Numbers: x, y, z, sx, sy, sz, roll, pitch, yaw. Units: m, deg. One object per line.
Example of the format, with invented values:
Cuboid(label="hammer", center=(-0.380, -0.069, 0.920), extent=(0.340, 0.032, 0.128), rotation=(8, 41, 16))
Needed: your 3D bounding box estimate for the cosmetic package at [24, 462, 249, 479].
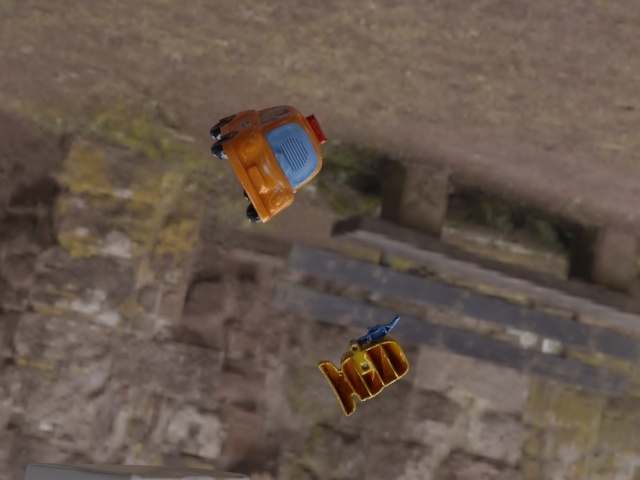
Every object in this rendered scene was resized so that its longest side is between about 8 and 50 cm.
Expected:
Cuboid(label="cosmetic package", center=(-0.160, 0.374, 1.013), extent=(0.097, 0.377, 0.284), rotation=(3, 170, 13))

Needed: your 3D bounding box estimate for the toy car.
Cuboid(label="toy car", center=(0.000, 0.000, 0.472), extent=(0.040, 0.122, 0.060), rotation=(-28, 179, 3))
